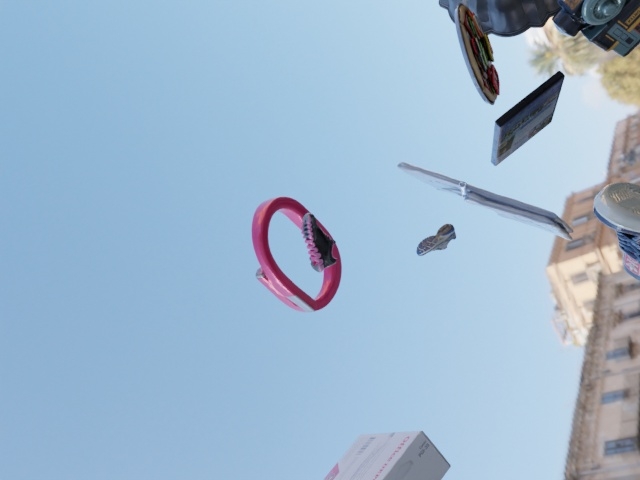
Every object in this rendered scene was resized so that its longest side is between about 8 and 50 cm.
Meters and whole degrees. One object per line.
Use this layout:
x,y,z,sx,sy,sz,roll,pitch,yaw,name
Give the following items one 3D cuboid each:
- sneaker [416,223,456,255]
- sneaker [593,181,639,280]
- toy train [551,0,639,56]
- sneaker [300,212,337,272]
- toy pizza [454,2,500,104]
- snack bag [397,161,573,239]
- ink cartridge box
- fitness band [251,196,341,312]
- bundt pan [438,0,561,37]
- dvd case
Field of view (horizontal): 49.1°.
0.349,0.012,2.081,0.058,0.135,0.052,55,-178,-34,sneaker
0.547,0.002,1.176,0.350,0.148,0.131,6,-145,-39,sneaker
0.548,-0.469,1.177,0.190,0.334,0.142,17,-143,-34,toy train
0.000,0.000,1.358,0.057,0.047,0.119,-20,-75,-19,sneaker
0.305,-0.356,1.329,0.201,0.032,0.201,40,-138,-49,toy pizza
0.346,-0.080,1.461,0.323,0.343,0.037,8,-76,-65,snack bag
0.136,0.558,1.629,0.207,0.283,0.117,-42,-84,-30,ink cartridge box
-0.051,0.034,1.522,0.291,0.054,0.208,46,-135,-38,fitness band
0.381,-0.595,1.438,0.124,0.331,0.330,26,-131,-64,bundt pan
0.472,-0.274,1.614,0.022,0.180,0.253,51,180,18,dvd case
